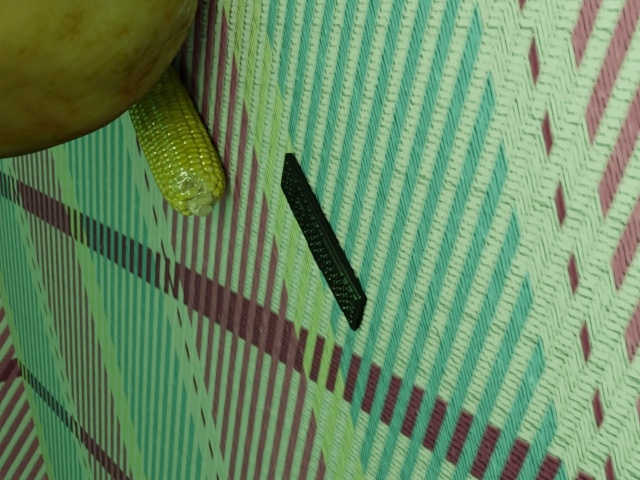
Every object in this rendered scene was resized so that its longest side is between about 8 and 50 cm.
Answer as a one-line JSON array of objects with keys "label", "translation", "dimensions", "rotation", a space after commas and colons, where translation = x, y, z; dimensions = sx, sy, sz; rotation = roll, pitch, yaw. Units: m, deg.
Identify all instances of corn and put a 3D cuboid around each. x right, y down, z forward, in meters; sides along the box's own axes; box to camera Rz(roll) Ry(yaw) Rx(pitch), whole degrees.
[{"label": "corn", "translation": [-0.145, -0.108, 1.574], "dimensions": [0.067, 0.067, 0.206], "rotation": [103, 148, -56]}]

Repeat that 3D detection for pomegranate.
[{"label": "pomegranate", "translation": [-0.289, -0.262, 1.422], "dimensions": [0.411, 0.411, 0.411], "rotation": [164, 90, -72]}]

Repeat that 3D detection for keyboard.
[{"label": "keyboard", "translation": [0.000, 0.000, 1.331], "dimensions": [0.053, 0.010, 0.155], "rotation": [100, 149, -55]}]
